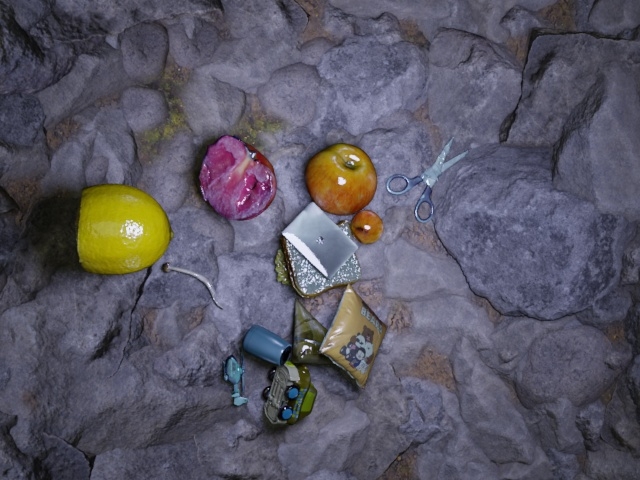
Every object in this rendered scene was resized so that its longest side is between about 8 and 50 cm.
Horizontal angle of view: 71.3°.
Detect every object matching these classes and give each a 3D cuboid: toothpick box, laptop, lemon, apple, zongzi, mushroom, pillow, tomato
[{"bbox_3d":[-0.212,0.429,1.807,0.184,0.120,0.120,20,89,22],"label":"toothpick box"},{"bbox_3d":[0.000,0.000,1.773,0.269,0.015,0.187,45,73,-5],"label":"laptop"},{"bbox_3d":[-0.730,-0.042,1.679,0.364,0.364,0.364,0,91,-6],"label":"lemon"},{"bbox_3d":[0.085,-0.244,1.781,0.301,0.301,0.302,0,91,-6],"label":"apple"},{"bbox_3d":[0.002,0.382,1.877,0.250,0.125,0.274,12,57,-22],"label":"zongzi"},{"bbox_3d":[0.189,-0.054,1.857,0.146,0.146,0.147,0,91,-6],"label":"apple"},{"bbox_3d":[-0.510,0.175,1.846,0.306,0.043,0.068,33,105,-7],"label":"mushroom"},{"bbox_3d":[0.143,0.388,1.798,0.310,0.119,0.312,46,54,-27],"label":"pillow"},{"bbox_3d":[-0.325,-0.249,1.792,0.335,0.176,0.289,45,107,-1],"label":"tomato"}]

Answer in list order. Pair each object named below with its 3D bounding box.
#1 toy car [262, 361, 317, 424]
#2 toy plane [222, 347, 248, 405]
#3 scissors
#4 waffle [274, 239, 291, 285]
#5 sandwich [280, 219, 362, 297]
[{"bbox_3d":[-0.107,0.631,1.841,0.198,0.204,0.248,16,91,-30],"label":"toy car"},{"bbox_3d":[-0.358,0.570,1.862,0.096,0.060,0.235,-4,87,-19],"label":"toy plane"},{"bbox_3d":[0.489,-0.281,1.941,0.383,0.029,0.256,-45,96,-4],"label":"scissors"},{"bbox_3d":[-0.087,0.098,1.876,0.214,0.054,0.208,7,87,-13],"label":"waffle"},{"bbox_3d":[0.006,0.079,1.823,0.301,0.099,0.271,-16,87,-19],"label":"sandwich"}]
